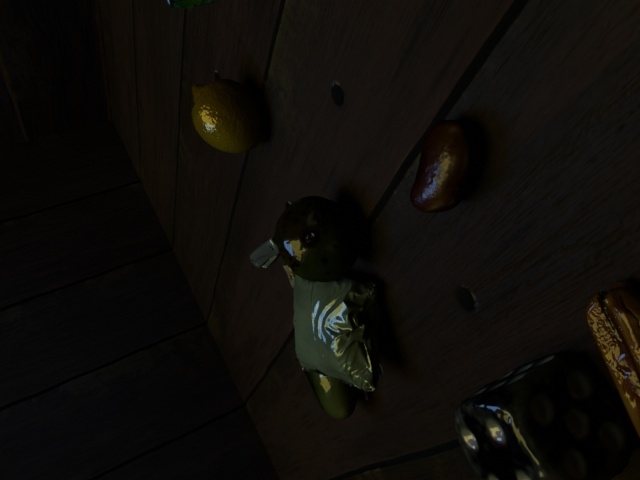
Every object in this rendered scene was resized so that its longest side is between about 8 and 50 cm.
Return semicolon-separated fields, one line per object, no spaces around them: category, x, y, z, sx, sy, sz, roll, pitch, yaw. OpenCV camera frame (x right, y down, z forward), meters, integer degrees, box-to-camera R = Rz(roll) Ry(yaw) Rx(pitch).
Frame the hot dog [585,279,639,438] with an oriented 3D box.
hot dog;0.419;0.171;0.712;0.100;0.068;0.249;134;115;-75

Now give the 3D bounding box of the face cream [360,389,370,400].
face cream;0.117;0.402;1.573;0.083;0.021;0.040;68;159;3

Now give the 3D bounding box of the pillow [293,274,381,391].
pillow;0.037;0.217;1.403;0.310;0.138;0.283;9;99;53

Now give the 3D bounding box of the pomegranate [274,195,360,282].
pomegranate;0.000;0.000;1.323;0.202;0.202;0.248;65;-176;9

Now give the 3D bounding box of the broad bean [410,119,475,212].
broad bean;0.199;-0.117;0.916;0.114;0.084;0.165;48;143;47

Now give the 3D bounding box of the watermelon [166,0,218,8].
watermelon;-0.210;-0.700;1.229;0.222;0.319;0.292;13;135;21

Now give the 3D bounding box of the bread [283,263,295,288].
bread;-0.057;0.090;1.624;0.077;0.070;0.083;-14;99;67

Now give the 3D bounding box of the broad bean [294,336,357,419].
broad bean;0.015;0.364;1.611;0.238;0.119;0.291;104;145;-58

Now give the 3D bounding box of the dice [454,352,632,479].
dice;0.328;0.288;0.855;0.183;0.181;0.182;62;153;17

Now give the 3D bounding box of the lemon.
lemon;-0.252;-0.338;1.554;0.244;0.187;0.187;41;161;-16

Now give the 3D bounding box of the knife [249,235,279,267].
knife;-0.175;0.041;1.868;0.073;0.041;0.265;56;155;1
